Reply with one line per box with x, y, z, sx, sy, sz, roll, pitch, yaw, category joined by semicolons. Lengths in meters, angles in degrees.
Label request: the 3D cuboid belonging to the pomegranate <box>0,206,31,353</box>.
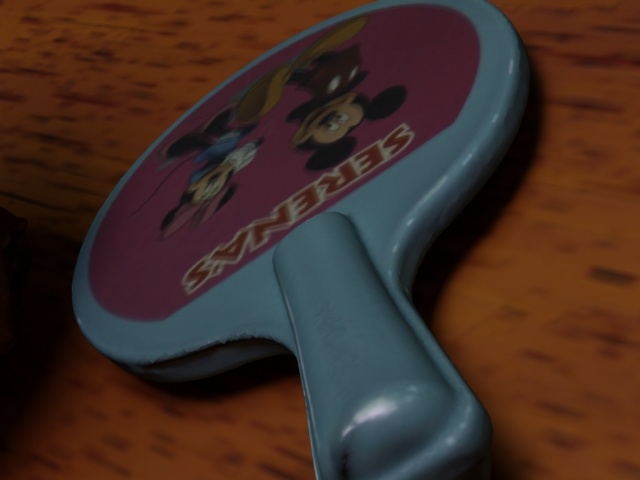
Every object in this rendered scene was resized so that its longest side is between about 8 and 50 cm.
-0.215;-0.014;0.537;0.264;0.264;0.264;-27;33;19;pomegranate

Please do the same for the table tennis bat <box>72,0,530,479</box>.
0.000;0.000;0.491;0.153;0.040;0.244;-34;27;7;table tennis bat
